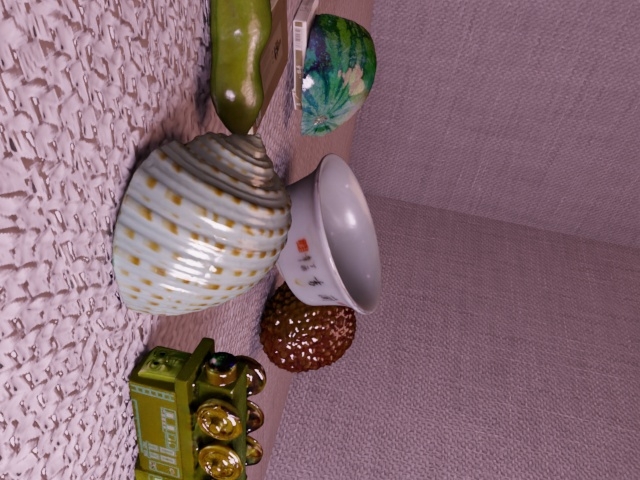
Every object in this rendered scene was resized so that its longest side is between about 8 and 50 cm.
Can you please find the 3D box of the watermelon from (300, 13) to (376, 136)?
[{"bbox_3d":[0.018,-0.321,0.984,0.146,0.128,0.231,22,81,-65],"label":"watermelon"}]

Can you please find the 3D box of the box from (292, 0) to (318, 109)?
[{"bbox_3d":[-0.029,-0.366,1.005,0.198,0.029,0.109,93,10,-54],"label":"box"}]

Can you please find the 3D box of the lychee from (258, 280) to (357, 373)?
[{"bbox_3d":[-0.034,0.202,1.254,0.271,0.236,0.236,-25,132,-52],"label":"lychee"}]

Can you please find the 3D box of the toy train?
[{"bbox_3d":[-0.136,0.206,0.564,0.090,0.137,0.225,-61,159,-60],"label":"toy train"}]

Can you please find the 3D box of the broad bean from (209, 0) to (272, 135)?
[{"bbox_3d":[-0.086,-0.256,0.512,0.098,0.056,0.318,-43,140,-49],"label":"broad bean"}]

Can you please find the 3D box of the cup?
[{"bbox_3d":[0.000,0.000,1.114,0.347,0.163,0.347,-13,90,-68],"label":"cup"}]

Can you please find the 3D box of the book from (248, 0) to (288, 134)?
[{"bbox_3d":[-0.079,-0.261,0.752,0.138,0.016,0.198,95,9,-55],"label":"book"}]

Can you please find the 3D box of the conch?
[{"bbox_3d":[-0.097,-0.006,0.493,0.172,0.131,0.200,-59,159,-78],"label":"conch"}]
